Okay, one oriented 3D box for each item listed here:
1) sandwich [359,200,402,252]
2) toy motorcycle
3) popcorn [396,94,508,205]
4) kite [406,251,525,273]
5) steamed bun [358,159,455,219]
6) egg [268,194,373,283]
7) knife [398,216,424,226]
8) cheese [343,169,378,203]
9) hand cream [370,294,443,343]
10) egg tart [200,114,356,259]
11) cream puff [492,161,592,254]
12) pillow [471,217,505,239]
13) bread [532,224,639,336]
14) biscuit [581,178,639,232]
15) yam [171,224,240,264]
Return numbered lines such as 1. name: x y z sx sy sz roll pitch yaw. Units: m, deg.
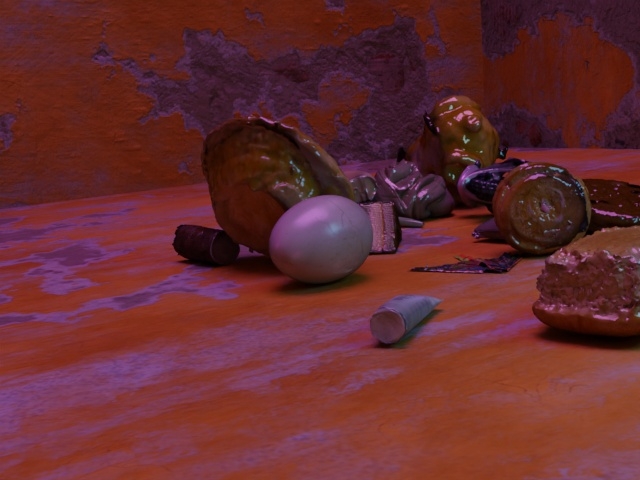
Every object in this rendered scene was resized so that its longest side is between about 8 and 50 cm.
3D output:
1. sandwich: 0.128 0.004 1.867 0.079 0.113 0.163 -3 -25 9
2. toy motorcycle: 0.464 -0.133 2.186 0.327 0.143 0.188 -2 6 -38
3. popcorn: 0.375 -0.245 2.427 0.281 0.297 0.316 4 8 -10
4. kite: 0.276 0.040 1.605 0.241 0.014 0.183 -8 9 -13
5. steamed bun: 0.217 -0.130 2.241 0.218 0.144 0.211 6 13 42
6. egg: 0.000 0.000 1.538 0.151 0.151 0.209 5 17 42
7. knife: 0.126 -0.060 2.159 0.293 0.020 0.043 10 18 34
8. cheese: 0.018 -0.122 2.216 0.163 0.071 0.249 -32 24 -29
9. hand cream: 0.114 0.098 1.227 0.078 0.050 0.205 -3 5 18
10. egg tart: -0.099 -0.077 1.700 0.345 0.345 0.132 3 43 35
11. cream puff: 0.415 -0.062 1.674 0.189 0.189 0.129 -4 5 -1
12. pillow: 0.450 -0.039 1.872 0.169 0.059 0.255 9 15 43
13. bread: 0.390 0.051 1.168 0.174 0.121 0.245 -7 10 39
14. biscuit: 0.597 -0.060 1.806 0.296 0.075 0.296 3 18 -1
15. yam: -0.234 0.007 1.816 0.079 0.079 0.141 -12 13 -40
